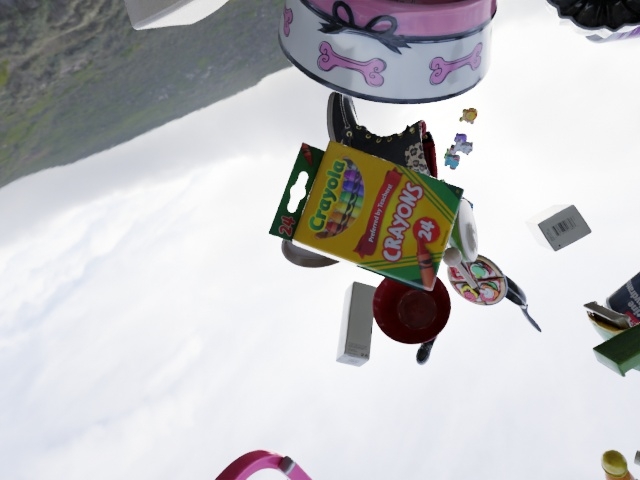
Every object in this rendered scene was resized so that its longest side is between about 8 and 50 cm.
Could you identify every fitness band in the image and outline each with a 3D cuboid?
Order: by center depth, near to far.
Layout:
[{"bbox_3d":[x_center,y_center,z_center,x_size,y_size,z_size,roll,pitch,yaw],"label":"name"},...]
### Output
[{"bbox_3d":[-0.086,0.473,0.766,0.054,0.290,0.209,8,-133,47],"label":"fitness band"}]

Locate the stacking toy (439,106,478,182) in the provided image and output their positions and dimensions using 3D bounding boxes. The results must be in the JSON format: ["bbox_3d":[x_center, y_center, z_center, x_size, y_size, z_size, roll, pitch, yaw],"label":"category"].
[{"bbox_3d":[0.414,-0.268,1.428,0.052,0.221,0.167,17,-128,5],"label":"stacking toy"}]

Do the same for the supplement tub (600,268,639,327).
[{"bbox_3d":[0.988,0.193,1.409,0.191,0.272,0.191,15,-139,-13],"label":"supplement tub"}]

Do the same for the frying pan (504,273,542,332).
[{"bbox_3d":[0.689,0.205,1.639,0.053,0.326,0.197,-49,174,0],"label":"frying pan"}]

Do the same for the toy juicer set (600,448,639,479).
[{"bbox_3d":[0.722,0.492,0.996,0.209,0.329,0.089,25,-117,28],"label":"toy juicer set"}]

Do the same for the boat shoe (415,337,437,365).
[{"bbox_3d":[0.368,0.364,1.634,0.049,0.040,0.142,19,-119,26],"label":"boat shoe"}]

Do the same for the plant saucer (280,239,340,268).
[{"bbox_3d":[0.000,0.000,1.622,0.278,0.278,0.041,-20,-129,10],"label":"plant saucer"}]

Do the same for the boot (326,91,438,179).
[{"bbox_3d":[0.178,-0.294,1.390,0.284,0.377,0.138,-13,174,34],"label":"boot"}]

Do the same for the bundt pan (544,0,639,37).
[{"bbox_3d":[0.698,-0.648,1.143,0.331,0.330,0.124,-16,177,16],"label":"bundt pan"}]

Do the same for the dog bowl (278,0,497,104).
[{"bbox_3d":[0.128,-0.427,0.846,0.408,0.150,0.407,2,-128,-3],"label":"dog bowl"}]

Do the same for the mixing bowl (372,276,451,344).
[{"bbox_3d":[0.223,0.160,1.123,0.182,0.098,0.181,-6,-107,20],"label":"mixing bowl"}]

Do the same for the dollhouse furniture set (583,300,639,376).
[{"bbox_3d":[0.793,0.307,1.258,0.151,0.197,0.301,-31,-170,1],"label":"dollhouse furniture set"}]

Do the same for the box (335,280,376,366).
[{"bbox_3d":[0.126,0.290,1.647,0.094,0.113,0.275,16,-120,-9],"label":"box"}]

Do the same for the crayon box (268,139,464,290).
[{"bbox_3d":[0.082,-0.051,0.880,0.081,0.319,0.202,119,-10,-83],"label":"crayon box"}]

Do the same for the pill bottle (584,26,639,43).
[{"bbox_3d":[1.033,-0.746,1.540,0.302,0.169,0.169,-12,-153,-11],"label":"pill bottle"}]

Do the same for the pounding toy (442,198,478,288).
[{"bbox_3d":[0.372,0.001,1.351,0.110,0.183,0.236,-9,-128,32],"label":"pounding toy"}]

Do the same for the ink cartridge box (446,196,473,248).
[{"bbox_3d":[0.477,-0.071,1.706,0.082,0.190,0.139,-14,-147,-13],"label":"ink cartridge box"}]

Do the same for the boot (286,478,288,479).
[{"bbox_3d":[-0.033,0.761,1.255,0.085,0.236,0.179,-3,-165,-33],"label":"boot"}]

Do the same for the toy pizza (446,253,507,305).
[{"bbox_3d":[0.491,0.129,1.498,0.201,0.201,0.032,6,-148,43],"label":"toy pizza"}]

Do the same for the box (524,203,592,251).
[{"bbox_3d":[0.895,-0.053,1.796,0.148,0.121,0.311,-32,175,14],"label":"box"}]

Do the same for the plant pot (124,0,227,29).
[{"bbox_3d":[-0.166,-0.321,0.557,0.096,0.109,0.109,2,-154,30],"label":"plant pot"}]
